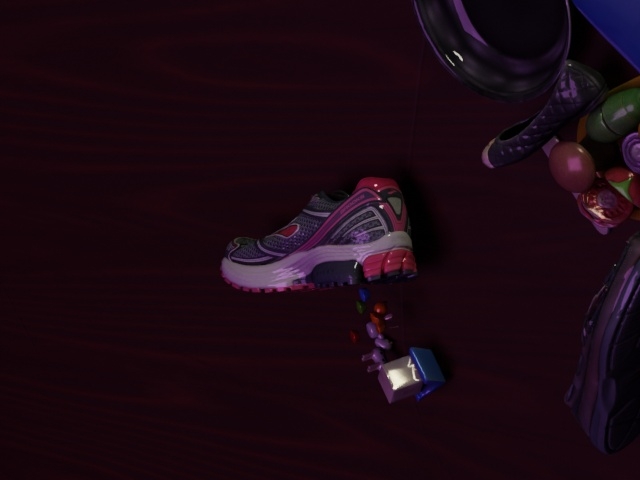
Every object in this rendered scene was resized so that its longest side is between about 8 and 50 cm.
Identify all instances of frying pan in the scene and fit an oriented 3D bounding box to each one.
[{"bbox_3d":[0.122,-0.272,1.628,0.326,0.053,0.197,51,144,14],"label":"frying pan"}]

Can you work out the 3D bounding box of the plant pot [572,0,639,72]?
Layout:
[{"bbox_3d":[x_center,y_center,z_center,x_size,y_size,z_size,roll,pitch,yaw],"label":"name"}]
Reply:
[{"bbox_3d":[0.355,-0.193,1.215,0.236,0.236,0.212,53,135,34],"label":"plant pot"}]

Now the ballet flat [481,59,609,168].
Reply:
[{"bbox_3d":[0.200,-0.116,1.600,0.049,0.057,0.173,43,141,-6],"label":"ballet flat"}]

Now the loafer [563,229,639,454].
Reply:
[{"bbox_3d":[0.275,0.090,1.653,0.084,0.096,0.267,41,142,36],"label":"loafer"}]

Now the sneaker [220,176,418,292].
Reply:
[{"bbox_3d":[0.000,0.000,1.930,0.299,0.121,0.112,-8,85,50],"label":"sneaker"}]

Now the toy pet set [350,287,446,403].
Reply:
[{"bbox_3d":[0.089,0.115,1.930,0.122,0.065,0.114,100,148,-63],"label":"toy pet set"}]

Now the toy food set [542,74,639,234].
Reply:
[{"bbox_3d":[0.268,-0.067,1.569,0.218,0.071,0.128,-29,89,55],"label":"toy food set"}]
